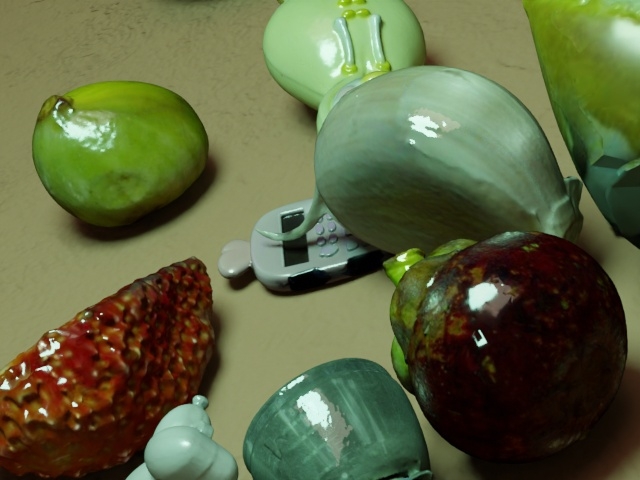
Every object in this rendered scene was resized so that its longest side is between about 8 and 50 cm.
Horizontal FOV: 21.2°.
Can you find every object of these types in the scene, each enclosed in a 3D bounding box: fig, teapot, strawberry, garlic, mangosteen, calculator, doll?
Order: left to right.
[{"bbox_3d":[-0.153,0.104,1.220,0.236,0.107,0.175,-32,-1,-18],"label":"strawberry"},{"bbox_3d":[-0.171,-0.075,1.457,0.136,0.121,0.153,4,18,40],"label":"fig"},{"bbox_3d":[-0.115,0.173,1.076,0.160,0.059,0.161,-39,22,34],"label":"doll"},{"bbox_3d":[0.000,0.000,1.341,0.165,0.024,0.103,-14,35,6],"label":"calculator"},{"bbox_3d":[0.004,0.151,1.058,0.149,0.111,0.108,-25,46,-15],"label":"teapot"},{"bbox_3d":[0.034,-0.140,1.433,0.141,0.117,0.296,-3,32,-16],"label":"doll"},{"bbox_3d":[0.055,-0.055,1.234,0.266,0.128,0.148,12,90,38],"label":"garlic"},{"bbox_3d":[0.102,0.067,1.091,0.181,0.156,0.146,5,53,32],"label":"mangosteen"}]

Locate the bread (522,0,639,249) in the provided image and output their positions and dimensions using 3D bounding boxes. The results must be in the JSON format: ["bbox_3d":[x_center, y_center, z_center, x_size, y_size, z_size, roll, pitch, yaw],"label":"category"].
[{"bbox_3d":[0.340,-0.114,1.141,0.395,0.239,0.264,-4,46,27],"label":"bread"}]
